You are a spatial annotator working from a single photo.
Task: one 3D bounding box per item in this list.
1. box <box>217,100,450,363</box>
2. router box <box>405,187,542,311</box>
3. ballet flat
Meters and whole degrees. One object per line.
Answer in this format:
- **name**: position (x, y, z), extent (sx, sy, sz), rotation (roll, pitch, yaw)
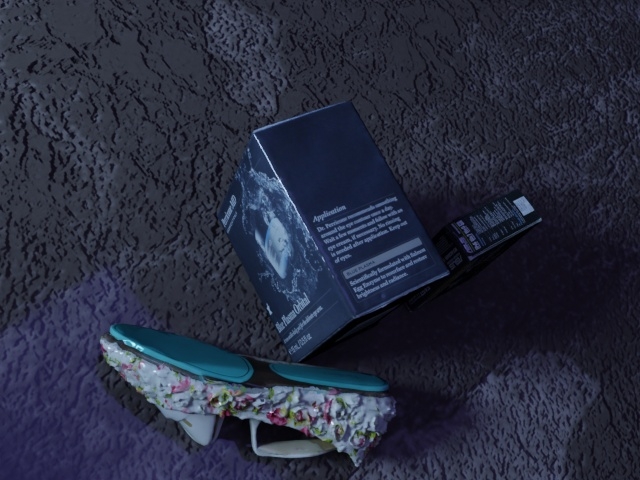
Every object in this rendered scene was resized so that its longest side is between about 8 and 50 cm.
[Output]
- **box**: position (0.000, 0.000, 0.569), extent (0.093, 0.156, 0.158), rotation (-23, 77, -26)
- **router box**: position (0.129, 0.011, 0.631), extent (0.092, 0.122, 0.038), rotation (-26, 74, -28)
- **ballet flat**: position (-0.056, 0.127, 0.541), extent (0.240, 0.091, 0.077), rotation (14, 94, -9)
